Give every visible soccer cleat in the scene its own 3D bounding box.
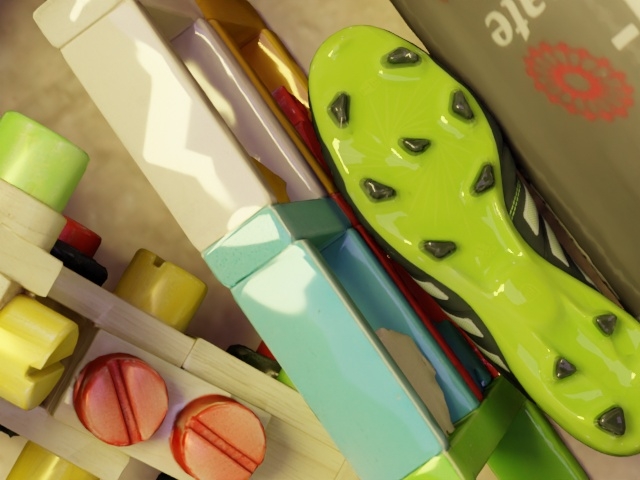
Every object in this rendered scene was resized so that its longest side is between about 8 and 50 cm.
[{"bbox_3d":[0.054,0.004,0.639,0.060,0.072,0.179,-39,90,-12],"label":"soccer cleat"}]

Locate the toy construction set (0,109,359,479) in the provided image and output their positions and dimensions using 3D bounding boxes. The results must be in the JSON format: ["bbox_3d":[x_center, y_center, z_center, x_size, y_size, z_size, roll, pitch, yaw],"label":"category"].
[{"bbox_3d":[-0.062,0.064,0.596,0.327,0.215,0.151,45,80,-12],"label":"toy construction set"}]

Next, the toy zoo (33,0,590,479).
[{"bbox_3d":[0.000,0.000,0.631,0.030,0.192,0.293,-36,85,12],"label":"toy zoo"}]

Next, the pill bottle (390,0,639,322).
[{"bbox_3d":[0.148,-0.068,0.650,0.176,0.176,0.318,-37,86,-5],"label":"pill bottle"}]
